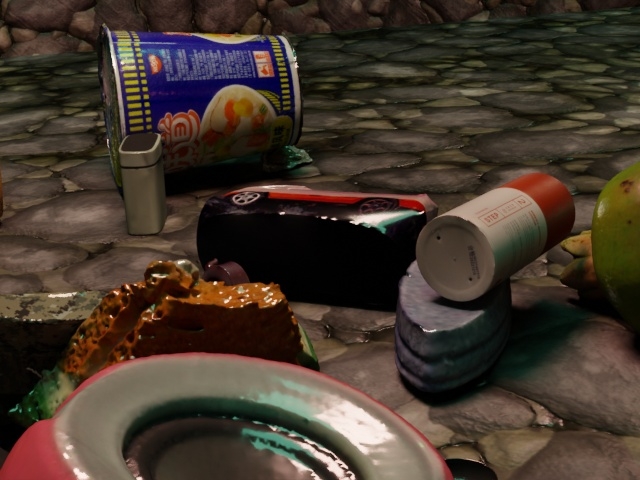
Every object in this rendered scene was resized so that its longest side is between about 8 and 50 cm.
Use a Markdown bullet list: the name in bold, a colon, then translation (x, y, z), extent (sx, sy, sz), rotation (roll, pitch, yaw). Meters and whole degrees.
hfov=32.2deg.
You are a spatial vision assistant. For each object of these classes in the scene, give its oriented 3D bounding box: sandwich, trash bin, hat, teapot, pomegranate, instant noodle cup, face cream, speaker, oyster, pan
- **sandwich**: translation (-0.112, 0.118, 1.023), extent (0.292, 0.212, 0.109), rotation (7, 30, -34)
- **trash bin**: translation (-0.268, -0.087, 1.683), extent (0.059, 0.129, 0.116), rotation (-2, 20, 0)
- **hat**: translation (-0.276, 0.119, 1.122), extent (0.266, 0.128, 0.265), rotation (3, 6, 0)
- **teapot**: translation (-0.109, 0.061, 1.354), extent (0.045, 0.068, 0.100), rotation (-18, 61, -42)
- **pomegranate**: translation (0.385, 0.014, 1.251), extent (0.236, 0.235, 0.302), rotation (-18, 2, -37)
- **instant noodle cup**: translation (-0.201, -0.236, 1.868), extent (0.313, 0.284, 0.284), rotation (-8, 21, -15)
- **face cream**: translation (0.202, -0.009, 1.248), extent (0.096, 0.095, 0.214), rotation (12, 22, 34)
- **speaker**: translation (-0.054, 0.195, 0.680), extent (0.294, 0.294, 0.294), rotation (-2, 20, 1)
- **oyster**: translation (-0.064, -0.144, 1.978), extent (0.100, 0.037, 0.098), rotation (11, 33, -21)
- **pan**: translation (0.107, 0.207, 0.981), extent (0.068, 0.023, 0.115), rotation (-15, 26, -30)

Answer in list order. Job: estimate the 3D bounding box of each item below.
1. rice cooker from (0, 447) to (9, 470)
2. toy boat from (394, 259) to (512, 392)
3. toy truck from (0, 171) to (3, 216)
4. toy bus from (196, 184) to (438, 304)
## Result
- **rice cooker**: translation (-0.319, 0.218, 0.836), extent (0.203, 0.142, 0.118), rotation (-6, 32, -1)
- **toy boat**: translation (0.148, 0.085, 1.243), extent (0.127, 0.078, 0.283), rotation (7, 20, 15)
- **toy truck**: translation (-0.608, -0.118, 1.701), extent (0.212, 0.204, 0.288), rotation (-8, 19, -21)
- **toy bus**: translation (0.000, 0.000, 1.426), extent (0.303, 0.127, 0.147), rotation (4, 16, 21)
